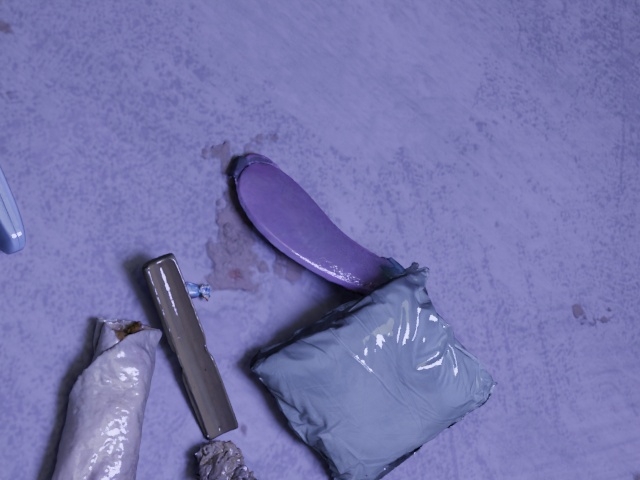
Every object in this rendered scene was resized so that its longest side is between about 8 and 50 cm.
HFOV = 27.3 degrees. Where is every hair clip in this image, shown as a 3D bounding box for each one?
[{"bbox_3d":[-0.001,0.002,2.026,0.358,0.095,0.110,40,81,-16],"label":"hair clip"}]

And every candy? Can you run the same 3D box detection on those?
[{"bbox_3d":[-0.199,0.077,1.931,0.083,0.020,0.030,-1,74,-26],"label":"candy"}]

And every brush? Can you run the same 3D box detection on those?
[{"bbox_3d":[-0.190,0.154,1.904,0.054,0.048,0.282,-22,103,-13],"label":"brush"}]

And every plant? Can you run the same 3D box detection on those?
[{"bbox_3d":[-0.147,0.354,1.898,0.122,0.104,0.116,-42,67,-1],"label":"plant"}]

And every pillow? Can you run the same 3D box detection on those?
[{"bbox_3d":[0.091,0.214,1.985,0.310,0.138,0.283,-32,108,-4],"label":"pillow"}]

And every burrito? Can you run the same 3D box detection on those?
[{"bbox_3d":[-0.305,0.292,1.806,0.117,0.076,0.392,18,71,-21],"label":"burrito"}]

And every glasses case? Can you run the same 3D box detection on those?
[{"bbox_3d":[-0.446,-0.066,1.784,0.045,0.067,0.178,-25,95,-29],"label":"glasses case"}]
